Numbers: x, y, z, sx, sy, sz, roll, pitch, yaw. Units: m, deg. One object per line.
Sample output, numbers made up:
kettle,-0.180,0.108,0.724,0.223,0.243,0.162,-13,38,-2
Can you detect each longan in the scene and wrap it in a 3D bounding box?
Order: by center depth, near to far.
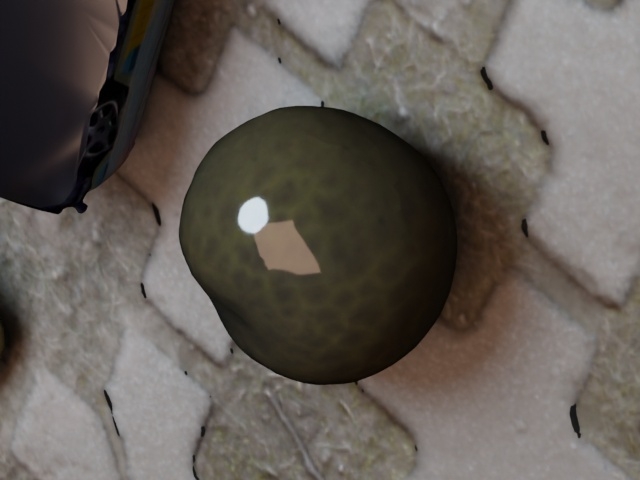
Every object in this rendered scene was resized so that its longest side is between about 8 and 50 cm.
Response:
longan,0.000,0.000,1.411,0.198,0.198,0.212,-40,101,25

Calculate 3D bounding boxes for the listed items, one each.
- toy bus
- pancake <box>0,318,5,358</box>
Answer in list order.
toy bus,-0.180,-0.231,1.415,0.171,0.162,0.386,22,113,6
pancake,-0.383,0.073,1.601,0.250,0.031,0.250,3,132,3
